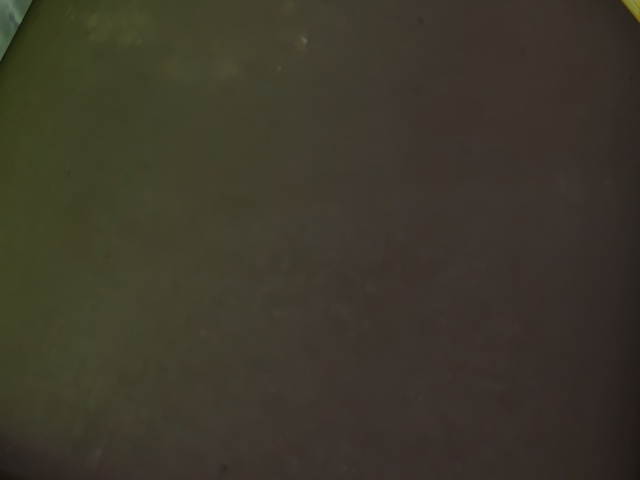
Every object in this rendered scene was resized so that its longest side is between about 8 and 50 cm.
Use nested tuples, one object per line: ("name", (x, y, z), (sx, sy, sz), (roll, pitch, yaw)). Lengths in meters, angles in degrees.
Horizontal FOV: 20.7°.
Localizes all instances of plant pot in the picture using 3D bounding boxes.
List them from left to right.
("plant pot", (0.000, 0.000, 0.490), (0.263, 0.263, 0.229), (17, 98, -10))

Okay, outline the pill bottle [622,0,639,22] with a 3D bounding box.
("pill bottle", (0.059, -0.179, 0.364), (0.162, 0.162, 0.278), (-42, 78, 19))
